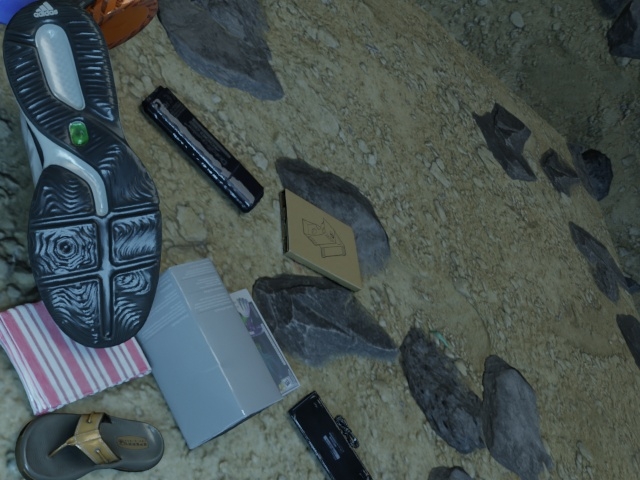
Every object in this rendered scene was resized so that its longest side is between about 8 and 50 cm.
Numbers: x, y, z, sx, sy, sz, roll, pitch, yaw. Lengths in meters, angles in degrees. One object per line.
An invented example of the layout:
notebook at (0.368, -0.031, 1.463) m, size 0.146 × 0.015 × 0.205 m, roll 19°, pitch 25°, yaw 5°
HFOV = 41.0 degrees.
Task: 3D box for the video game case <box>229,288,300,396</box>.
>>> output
video game case at (-0.128, 0.177, 1.365) m, size 0.173 × 0.022 × 0.190 m, roll -17°, pitch 74°, yaw -57°

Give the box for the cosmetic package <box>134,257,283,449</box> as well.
cosmetic package at (-0.171, 0.159, 1.224) m, size 0.107 × 0.127 × 0.238 m, roll -17°, pitch 77°, yaw -58°

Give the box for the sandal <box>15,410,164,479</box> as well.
sandal at (-0.273, 0.251, 1.059) m, size 0.219 × 0.060 × 0.090 m, roll 16°, pitch 48°, yaw -46°

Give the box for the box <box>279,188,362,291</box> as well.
box at (0.000, 0.000, 1.712) m, size 0.201 × 0.021 × 0.164 m, roll 29°, pitch 39°, yaw -35°

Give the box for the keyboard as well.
keyboard at (0.021, 0.337, 1.418) m, size 0.180 × 0.023 × 0.108 m, roll 57°, pitch 37°, yaw 2°

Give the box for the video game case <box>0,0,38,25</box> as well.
video game case at (-0.550, -0.364, 1.139) m, size 0.244 × 0.061 × 0.270 m, roll 26°, pitch 9°, yaw 41°

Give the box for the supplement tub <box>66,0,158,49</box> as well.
supplement tub at (-0.421, -0.486, 1.435) m, size 0.316 × 0.194 × 0.193 m, roll 57°, pitch 31°, yaw 2°

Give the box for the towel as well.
towel at (-0.326, 0.140, 1.129) m, size 0.197 × 0.029 × 0.144 m, roll -14°, pitch 70°, yaw -58°

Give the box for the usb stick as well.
usb stick at (-0.210, -0.163, 1.559) m, size 0.278 × 0.045 × 0.077 m, roll 46°, pitch 39°, yaw -14°

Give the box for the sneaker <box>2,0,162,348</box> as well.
sneaker at (-0.320, -0.082, 1.189) m, size 0.169 × 0.257 × 0.447 m, roll -10°, pitch 92°, yaw -13°
